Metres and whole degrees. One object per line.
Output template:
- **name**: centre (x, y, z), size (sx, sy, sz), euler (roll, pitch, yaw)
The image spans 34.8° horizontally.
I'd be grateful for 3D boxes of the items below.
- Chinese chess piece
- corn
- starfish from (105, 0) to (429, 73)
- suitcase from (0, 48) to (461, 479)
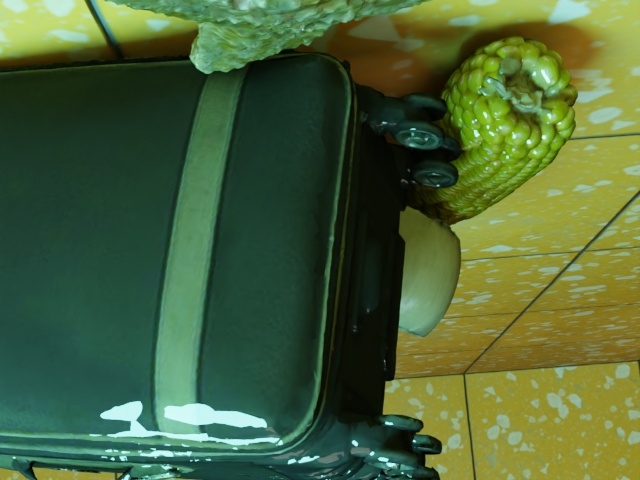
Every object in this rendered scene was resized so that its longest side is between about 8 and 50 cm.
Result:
- **Chinese chess piece**: centre (0.000, 0.000, 0.890), size (0.250, 0.103, 0.250), euler (21, 175, 2)
- **corn**: centre (0.127, -0.076, 0.813), size (0.101, 0.101, 0.310), euler (-3, 168, -5)
- **starfish**: centre (-0.019, -0.150, 0.493), size (0.375, 0.094, 0.327), euler (-3, 165, -25)
- **suitcase**: centre (-0.136, 0.027, 0.686), size (0.434, 0.283, 0.194), euler (0, 159, 19)
